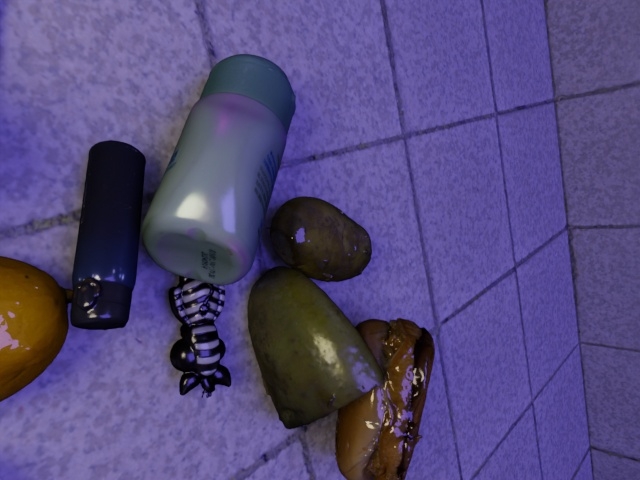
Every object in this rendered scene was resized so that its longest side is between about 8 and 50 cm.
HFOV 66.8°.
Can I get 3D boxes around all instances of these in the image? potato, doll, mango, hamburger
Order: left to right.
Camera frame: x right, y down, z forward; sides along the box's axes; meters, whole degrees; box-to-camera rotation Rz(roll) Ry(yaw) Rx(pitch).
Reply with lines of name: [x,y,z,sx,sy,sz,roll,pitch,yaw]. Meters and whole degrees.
mango: [-0.411,0.103,0.501,0.316,0.119,0.177,-7,94,-38]
doll: [-0.188,0.131,0.749,0.091,0.067,0.220,-2,86,-41]
potato: [-0.058,0.174,0.827,0.112,0.269,0.255,-21,78,-39]
potato: [0.000,0.000,0.898,0.251,0.113,0.150,15,72,-42]
hamburger: [0.122,0.298,0.918,0.284,0.174,0.305,69,28,-78]

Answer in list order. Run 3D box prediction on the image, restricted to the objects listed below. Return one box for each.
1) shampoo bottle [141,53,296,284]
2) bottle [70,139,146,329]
shampoo bottle: [-0.131,-0.124,0.708,0.151,0.222,0.350,15,60,-5]
bottle: [-0.264,-0.009,0.606,0.082,0.072,0.245,85,-1,-65]
